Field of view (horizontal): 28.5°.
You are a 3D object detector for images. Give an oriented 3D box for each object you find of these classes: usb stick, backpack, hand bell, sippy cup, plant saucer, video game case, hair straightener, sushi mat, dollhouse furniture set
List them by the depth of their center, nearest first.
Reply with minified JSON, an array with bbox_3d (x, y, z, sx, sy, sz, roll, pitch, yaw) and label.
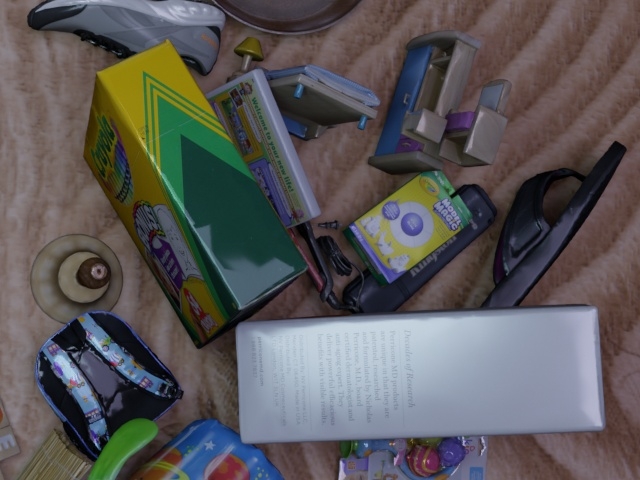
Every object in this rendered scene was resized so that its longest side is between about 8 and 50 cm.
[{"bbox_3d":[-0.410,0.384,1.585,0.019,0.151,0.316,41,82,-28],"label":"sushi mat"},{"bbox_3d":[-0.297,0.044,1.616,0.126,0.242,0.126,2,85,-18],"label":"hand bell"},{"bbox_3d":[-0.167,0.364,1.652,0.240,0.305,0.224,35,64,15],"label":"sippy cup"},{"bbox_3d":[-0.293,0.184,1.672,0.158,0.117,0.173,-41,99,-16],"label":"backpack"},{"bbox_3d":[-0.113,-0.103,1.725,0.023,0.193,0.212,-26,94,-52],"label":"video game case"},{"bbox_3d":[0.067,-0.241,1.731,0.303,0.286,0.198,22,79,-27],"label":"dollhouse furniture set"},{"bbox_3d":[0.000,0.000,1.796,0.089,0.047,0.230,-30,80,-18],"label":"hair straightener"},{"bbox_3d":[-0.059,-0.447,1.831,0.310,0.050,0.311,1,86,-18],"label":"plant saucer"},{"bbox_3d":[0.148,0.022,1.863,0.278,0.045,0.077,-40,97,-17],"label":"usb stick"}]

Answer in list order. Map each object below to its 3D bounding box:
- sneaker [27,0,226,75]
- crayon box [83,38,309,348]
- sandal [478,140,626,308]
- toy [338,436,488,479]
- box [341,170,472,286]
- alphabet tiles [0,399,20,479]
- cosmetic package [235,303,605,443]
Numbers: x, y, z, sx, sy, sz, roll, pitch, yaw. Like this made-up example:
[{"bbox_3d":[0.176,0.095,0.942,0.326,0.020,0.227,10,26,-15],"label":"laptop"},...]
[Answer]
[{"bbox_3d":[-0.263,-0.284,1.729,0.271,0.100,0.108,4,90,-18],"label":"sneaker"},{"bbox_3d":[-0.172,-0.041,1.577,0.106,0.363,0.313,-31,86,-18],"label":"crayon box"},{"bbox_3d":[0.299,0.002,1.861,0.107,0.167,0.446,38,75,10],"label":"sandal"},{"bbox_3d":[0.146,0.300,1.836,0.237,0.056,0.137,5,86,-17],"label":"toy"},{"bbox_3d":[0.132,-0.025,1.819,0.179,0.043,0.105,-37,92,-20],"label":"box"},{"bbox_3d":[-0.480,0.224,1.593,0.198,0.009,0.237,-16,84,-55],"label":"alphabet tiles"},{"bbox_3d":[0.134,0.172,1.663,0.453,0.230,0.161,-3,87,8],"label":"cosmetic package"}]
